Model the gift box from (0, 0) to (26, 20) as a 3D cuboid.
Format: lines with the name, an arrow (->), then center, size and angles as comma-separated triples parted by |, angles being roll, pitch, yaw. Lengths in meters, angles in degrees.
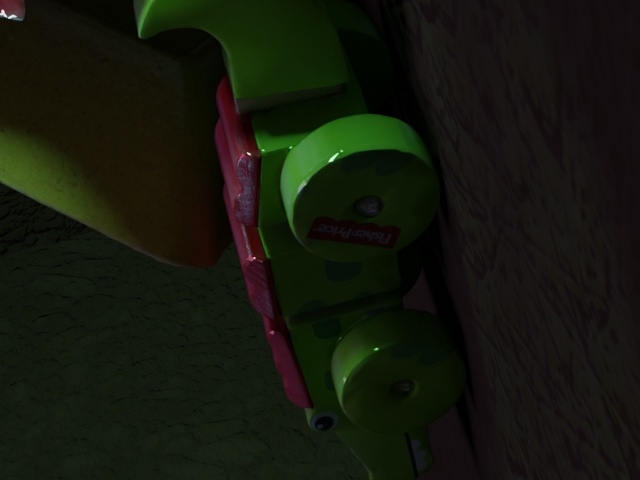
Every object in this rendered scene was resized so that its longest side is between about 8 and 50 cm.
gift box -> -0.156, -0.251, 0.682 | 0.255, 0.276, 0.258 | -54, -32, -38

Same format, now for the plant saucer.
plant saucer -> -0.152, -0.143, 0.890 | 0.081, 0.333, 0.332 | -65, -3, 26

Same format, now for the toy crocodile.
toy crocodile -> 0.000, 0.000, 0.758 | 0.340, 0.105, 0.115 | 76, 178, -46
